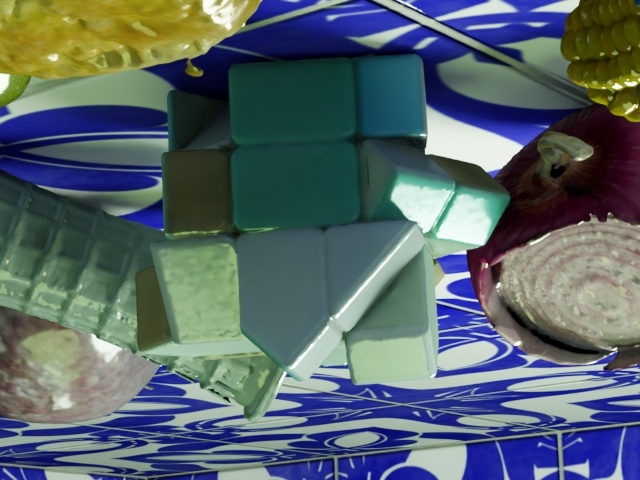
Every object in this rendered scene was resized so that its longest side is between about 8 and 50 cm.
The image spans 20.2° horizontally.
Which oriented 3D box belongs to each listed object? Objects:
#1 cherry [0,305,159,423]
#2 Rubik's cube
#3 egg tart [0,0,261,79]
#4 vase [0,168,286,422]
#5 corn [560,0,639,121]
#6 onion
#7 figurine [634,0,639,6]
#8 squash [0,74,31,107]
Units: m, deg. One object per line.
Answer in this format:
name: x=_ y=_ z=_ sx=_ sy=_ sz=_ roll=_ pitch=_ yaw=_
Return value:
cherry: x=-0.239 y=0.068 z=1.596 sx=0.213 sy=0.183 sz=0.266 roll=-9 pitch=152 yaw=-6
Rubik's cube: x=0.000 y=0.000 z=1.258 sx=0.265 sy=0.213 sz=0.224 roll=-4 pitch=166 yaw=2
egg tart: x=-0.122 y=-0.151 z=0.795 sx=0.319 sy=0.128 sz=0.319 roll=1 pitch=167 yaw=0
vase: x=-0.166 y=0.029 z=1.398 sx=0.299 sy=0.143 sz=0.143 roll=19 pitch=162 yaw=-10
corn: x=0.251 y=-0.141 z=0.954 sx=0.102 sy=0.102 sz=0.313 roll=7 pitch=161 yaw=-34
onion: x=0.212 y=-0.016 z=1.297 sx=0.201 sy=0.200 sz=0.207 roll=5 pitch=138 yaw=-27
figurine: x=0.107 y=-0.186 z=0.730 sx=0.164 sy=0.120 sz=0.262 roll=9 pitch=165 yaw=40
squash: x=-0.281 y=-0.135 z=0.915 sx=0.094 sy=0.094 sz=0.341 roll=-14 pitch=163 yaw=43
